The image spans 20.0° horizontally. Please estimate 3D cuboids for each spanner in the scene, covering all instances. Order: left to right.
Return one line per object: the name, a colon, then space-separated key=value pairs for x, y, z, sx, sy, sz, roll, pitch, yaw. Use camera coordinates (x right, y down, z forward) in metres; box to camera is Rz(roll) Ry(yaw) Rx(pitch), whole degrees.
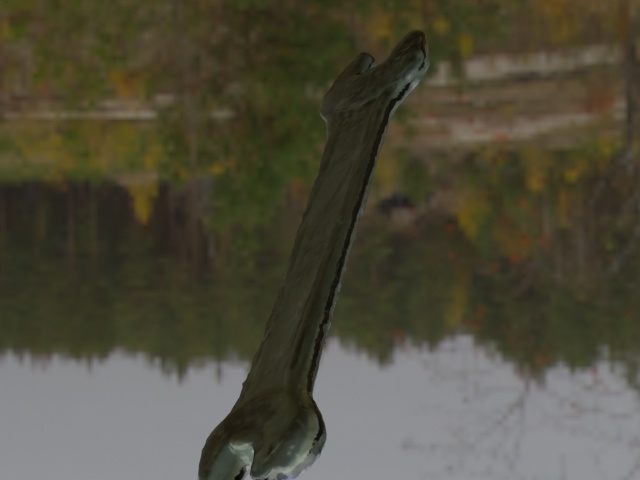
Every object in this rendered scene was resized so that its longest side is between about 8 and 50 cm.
spanner: x=0.000 y=0.000 z=0.800 sx=0.071 sy=0.302 sz=0.017 roll=-26 pitch=120 yaw=33
